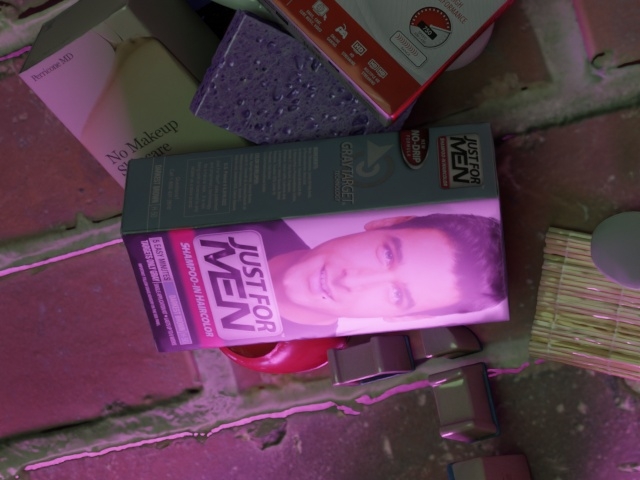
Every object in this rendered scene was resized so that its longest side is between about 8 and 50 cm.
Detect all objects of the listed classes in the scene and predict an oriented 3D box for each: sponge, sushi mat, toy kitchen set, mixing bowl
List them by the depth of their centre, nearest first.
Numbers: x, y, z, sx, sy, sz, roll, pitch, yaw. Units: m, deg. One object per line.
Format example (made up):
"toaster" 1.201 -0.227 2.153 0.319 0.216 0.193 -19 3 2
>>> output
"sponge" -0.017 -0.140 1.826 0.210 0.031 0.117 24 104 -23
"sushi mat" 0.374 0.085 1.844 0.316 0.019 0.151 12 108 21
"toy kitchen set" 0.117 0.202 1.958 0.166 0.122 0.207 -18 76 27
"mixing bowl" -0.061 0.075 1.993 0.181 0.098 0.182 6 106 23

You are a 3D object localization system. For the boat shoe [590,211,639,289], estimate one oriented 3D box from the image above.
"boat shoe" 0.371 0.016 1.777 0.219 0.070 0.078 7 90 44

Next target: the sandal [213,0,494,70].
"sandal" -0.020 -0.269 1.871 0.416 0.169 0.102 28 154 15

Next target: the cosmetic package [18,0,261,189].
"cosmetic package" -0.153 -0.128 1.902 0.160 0.113 0.309 -29 118 27

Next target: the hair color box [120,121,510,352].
"hair color box" 0.000 0.000 1.832 0.374 0.114 0.185 -6 136 5

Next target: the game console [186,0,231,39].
"game console" -0.177 -0.245 1.967 0.144 0.124 0.085 -27 119 28

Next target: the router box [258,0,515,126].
"router box" 0.053 -0.334 1.748 0.335 0.082 0.301 44 87 3
